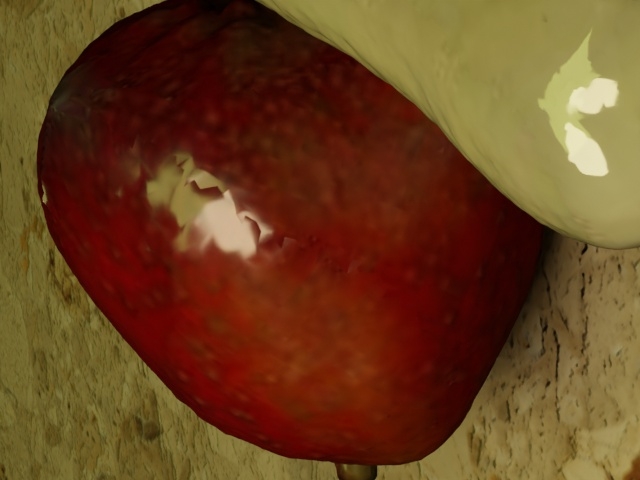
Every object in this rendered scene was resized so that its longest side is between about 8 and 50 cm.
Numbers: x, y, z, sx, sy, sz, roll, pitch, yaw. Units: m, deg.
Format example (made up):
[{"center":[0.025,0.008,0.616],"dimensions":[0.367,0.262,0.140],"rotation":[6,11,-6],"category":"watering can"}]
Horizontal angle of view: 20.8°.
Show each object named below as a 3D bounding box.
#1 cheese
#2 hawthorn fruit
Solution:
[{"center":[0.039,-0.147,0.753],"dimensions":[0.328,0.129,0.351],"rotation":[-10,65,34],"category":"cheese"},{"center":[0.000,0.000,0.948],"dimensions":[0.265,0.265,0.307],"rotation":[16,124,57],"category":"hawthorn fruit"}]
